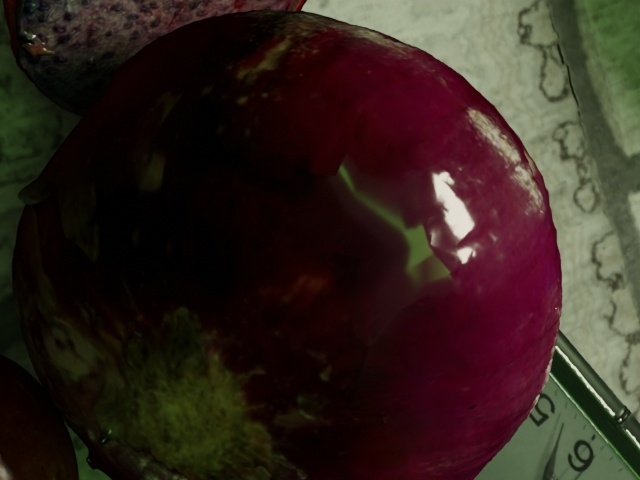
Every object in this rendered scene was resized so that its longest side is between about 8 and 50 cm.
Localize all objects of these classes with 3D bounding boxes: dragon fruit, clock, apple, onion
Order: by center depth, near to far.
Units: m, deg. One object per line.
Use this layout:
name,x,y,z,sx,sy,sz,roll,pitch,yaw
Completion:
apple,-0.224,0.157,0.875,0.147,0.156,0.158,-36,90,25
onion,0.000,0.000,0.906,0.348,0.347,0.385,61,35,-16
dragon fruit,-0.118,-0.198,0.914,0.223,0.148,0.218,-4,137,-40
clock,0.156,0.210,1.050,0.273,0.049,0.279,50,52,-2
